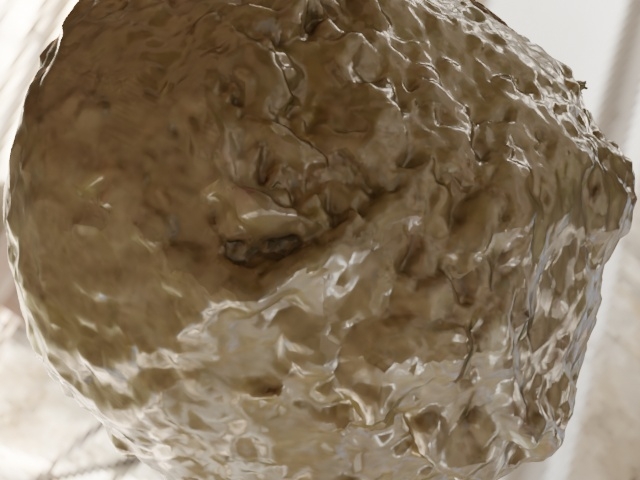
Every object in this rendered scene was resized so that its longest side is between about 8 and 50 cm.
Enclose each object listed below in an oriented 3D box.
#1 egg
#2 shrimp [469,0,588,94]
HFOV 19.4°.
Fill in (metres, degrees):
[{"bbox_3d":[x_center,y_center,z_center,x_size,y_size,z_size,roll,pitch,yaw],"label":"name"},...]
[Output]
[{"bbox_3d":[0.000,0.000,0.835,0.279,0.310,0.279,-5,-99,29],"label":"egg"},{"bbox_3d":[0.118,-0.157,1.560,0.051,0.217,0.115,43,62,-83],"label":"shrimp"}]
